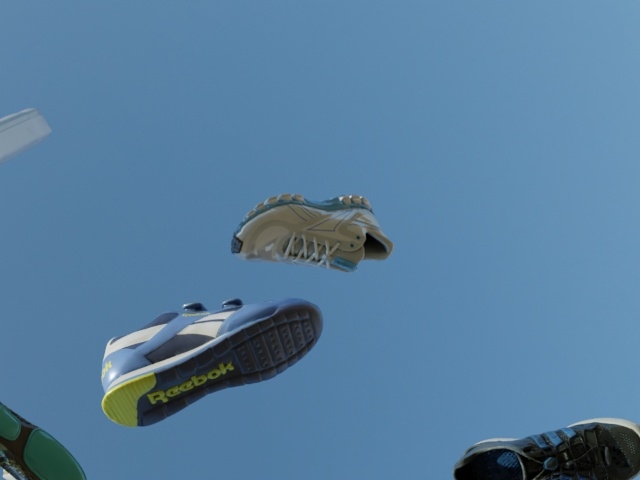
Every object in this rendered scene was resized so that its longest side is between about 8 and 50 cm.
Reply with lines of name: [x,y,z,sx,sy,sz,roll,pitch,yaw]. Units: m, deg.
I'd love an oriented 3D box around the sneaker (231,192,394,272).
sneaker: [0.000,0.000,0.905,0.191,0.071,0.083,-9,-135,-38]

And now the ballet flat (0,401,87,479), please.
ballet flat: [-0.341,0.228,0.985,0.188,0.070,0.070,49,-126,-19]

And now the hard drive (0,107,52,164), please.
hard drive: [-0.377,-0.029,0.770,0.040,0.203,0.307,60,-166,-13]

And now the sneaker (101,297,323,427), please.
sneaker: [-0.069,0.062,0.557,0.144,0.059,0.053,-18,-50,-12]

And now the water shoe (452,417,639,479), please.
water shoe: [0.235,0.233,0.916,0.080,0.203,0.072,-3,-103,-59]
